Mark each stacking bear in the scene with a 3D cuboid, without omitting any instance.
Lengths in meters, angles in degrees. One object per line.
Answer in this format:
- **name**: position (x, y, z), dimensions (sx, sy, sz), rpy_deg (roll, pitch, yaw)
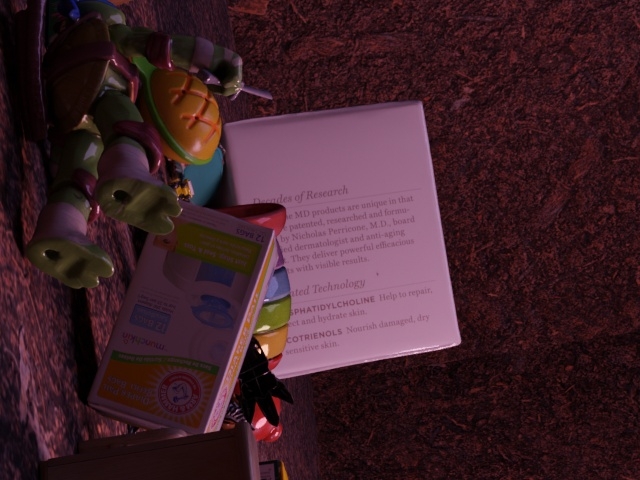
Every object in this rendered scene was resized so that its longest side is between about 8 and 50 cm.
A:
- **stacking bear**: position (-0.110, 0.109, 1.595), dimensions (0.164, 0.175, 0.288), rpy_deg (-160, -115, -73)

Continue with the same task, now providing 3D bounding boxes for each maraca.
- **maraca**: position (-0.196, -0.183, 1.727), dimensions (0.185, 0.099, 0.127), rpy_deg (63, 22, 0)

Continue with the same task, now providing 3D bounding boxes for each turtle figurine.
- **turtle figurine**: position (-0.150, -0.078, 1.127), dimensions (0.266, 0.198, 0.274), rpy_deg (-92, 170, -45)

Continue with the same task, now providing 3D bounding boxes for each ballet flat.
- **ballet flat**: position (-0.193, -0.145, 1.896), dimensions (0.077, 0.091, 0.241), rpy_deg (53, -16, 29)

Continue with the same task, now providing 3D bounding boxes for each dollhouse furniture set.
- **dollhouse furniture set**: position (-0.113, 0.252, 1.059), dimensions (0.242, 0.161, 0.212), rpy_deg (77, 4, -60)

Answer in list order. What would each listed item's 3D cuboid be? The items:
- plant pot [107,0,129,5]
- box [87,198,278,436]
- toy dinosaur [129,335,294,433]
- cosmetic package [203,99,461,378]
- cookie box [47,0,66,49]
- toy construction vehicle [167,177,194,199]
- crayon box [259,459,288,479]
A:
- **plant pot**: position (-0.161, -0.379, 1.394), dimensions (0.237, 0.254, 0.237), rpy_deg (-10, 90, -87)
- **box**: position (-0.123, 0.079, 1.204), dimensions (0.103, 0.114, 0.203), rpy_deg (88, 20, -75)
- **toy dinosaur**: position (-0.151, 0.137, 1.437), dimensions (0.322, 0.164, 0.218), rpy_deg (61, -8, -15)
- **cosmetic package**: position (0.000, 0.000, 2.127), dimensions (0.329, 0.328, 0.393), rpy_deg (168, -88, -77)
- **cookie box**: position (-0.241, -0.203, 1.303), dimensions (0.092, 0.040, 0.107), rpy_deg (76, 4, -54)
- **toy construction vehicle**: position (-0.201, -0.047, 1.860), dimensions (0.098, 0.035, 0.085), rpy_deg (-73, 149, -76)
- **crayon box**: position (-0.066, 0.541, 1.789), dimensions (0.313, 0.106, 0.362), rpy_deg (80, 3, -48)
